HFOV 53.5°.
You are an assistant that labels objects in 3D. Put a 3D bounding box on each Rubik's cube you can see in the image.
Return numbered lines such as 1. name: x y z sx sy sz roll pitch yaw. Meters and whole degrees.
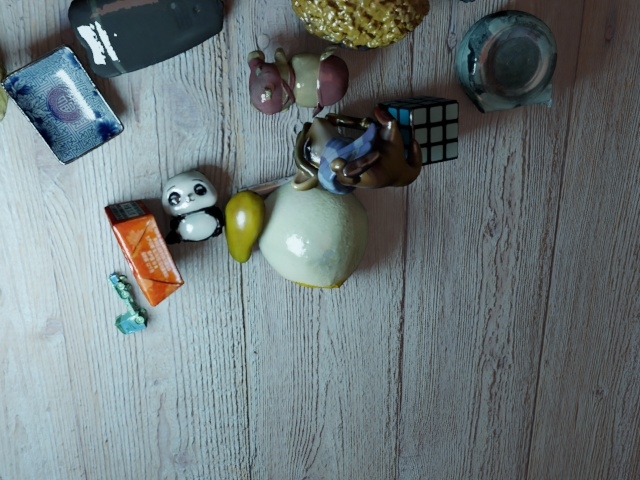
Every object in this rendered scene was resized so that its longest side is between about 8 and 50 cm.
1. Rubik's cube: 0.261 -0.294 1.703 0.163 0.161 0.162 -16 112 -25

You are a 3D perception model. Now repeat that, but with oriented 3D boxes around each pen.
1. pen: -0.098 -0.159 1.752 0.269 0.033 0.033 -16 111 -7

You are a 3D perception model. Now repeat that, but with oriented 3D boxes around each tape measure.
1. tape measure: 0.501 -0.481 1.724 0.257 0.147 0.274 -12 115 -7

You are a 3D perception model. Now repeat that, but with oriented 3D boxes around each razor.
1. razor: -0.400 -0.521 1.492 0.349 0.113 0.204 -24 136 -5

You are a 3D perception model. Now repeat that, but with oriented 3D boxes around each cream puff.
1. cream puff: 0.094 -0.575 1.523 0.343 0.327 0.230 -7 113 -52

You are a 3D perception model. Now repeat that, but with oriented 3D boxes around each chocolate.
1. chocolate: -0.452 0.020 1.623 0.108 0.237 0.234 -26 112 -15

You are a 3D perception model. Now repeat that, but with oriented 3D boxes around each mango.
1. mango: -0.209 -0.038 1.708 0.099 0.136 0.227 -9 135 -26

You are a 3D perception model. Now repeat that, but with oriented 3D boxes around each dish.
1. dish: -0.617 -0.329 1.534 0.182 0.080 0.243 -32 121 -7

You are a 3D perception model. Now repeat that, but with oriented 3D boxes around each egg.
1. egg: 0.000 0.000 1.733 0.338 0.201 0.336 -7 116 -16

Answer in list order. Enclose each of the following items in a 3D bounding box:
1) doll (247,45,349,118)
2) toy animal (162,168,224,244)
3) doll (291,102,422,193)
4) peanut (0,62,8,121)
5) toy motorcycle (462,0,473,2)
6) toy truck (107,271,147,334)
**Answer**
1. doll: -0.056 -0.401 1.616 0.256 0.196 0.152 -8 73 -7
2. toy animal: -0.347 -0.088 1.659 0.166 0.138 0.179 -16 113 -15
3. doll: 0.079 -0.222 1.579 0.318 0.340 0.209 -26 110 -40
4. peanut: -0.815 -0.405 1.442 0.149 0.149 0.313 -25 108 -4
5. toy motorcycle: 0.270 -0.770 1.546 0.410 0.169 0.236 31 80 -19
6. toy truck: -0.544 0.174 1.741 0.081 0.067 0.175 -24 112 -3
